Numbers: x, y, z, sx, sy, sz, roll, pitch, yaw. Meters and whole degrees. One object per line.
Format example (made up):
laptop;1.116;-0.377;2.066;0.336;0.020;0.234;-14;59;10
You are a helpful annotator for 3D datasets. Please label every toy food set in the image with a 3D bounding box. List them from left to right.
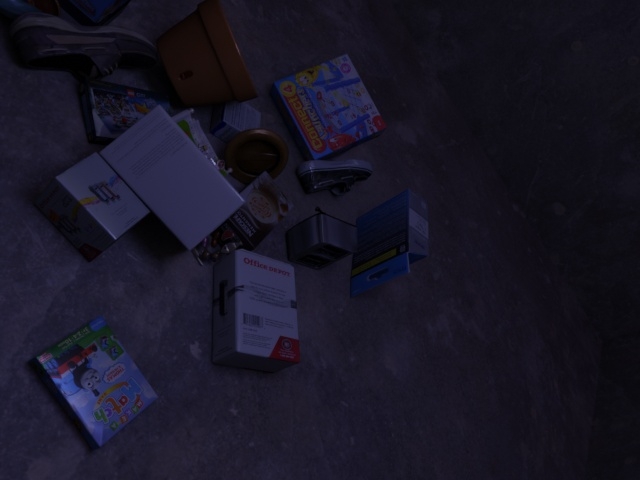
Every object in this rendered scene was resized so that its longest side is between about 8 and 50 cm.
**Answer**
toy food set;-0.270;0.011;1.443;0.122;0.019;0.078;-31;92;-11

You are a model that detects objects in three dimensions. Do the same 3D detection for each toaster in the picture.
toaster;0.000;0.000;1.693;0.186;0.168;0.110;21;53;-40

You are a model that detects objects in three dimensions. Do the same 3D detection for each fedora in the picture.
fedora;-0.195;-0.260;1.669;0.194;0.194;0.079;31;18;-32

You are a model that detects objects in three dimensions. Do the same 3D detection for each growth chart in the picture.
growth chart;-0.346;-0.240;1.525;0.237;0.021;0.172;61;42;-29

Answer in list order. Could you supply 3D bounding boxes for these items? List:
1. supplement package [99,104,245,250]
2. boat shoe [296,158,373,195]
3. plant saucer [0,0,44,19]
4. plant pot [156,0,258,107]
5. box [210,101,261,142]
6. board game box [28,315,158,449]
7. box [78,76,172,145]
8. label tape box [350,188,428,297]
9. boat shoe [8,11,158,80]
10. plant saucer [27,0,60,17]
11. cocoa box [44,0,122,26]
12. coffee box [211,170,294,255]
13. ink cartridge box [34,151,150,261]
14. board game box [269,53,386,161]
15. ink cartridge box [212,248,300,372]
supplement package;-0.345;-0.139;1.328;0.177;0.175;0.293;-42;99;-10
boat shoe;0.058;-0.212;1.957;0.335;0.121;0.119;-8;81;-39
plant saucer;-0.719;-0.545;1.323;0.119;0.021;0.119;23;25;-12
plant pot;-0.323;-0.505;1.566;0.291;0.203;0.290;-22;90;-90
box;-0.259;-0.362;1.713;0.137;0.072;0.126;28;48;-36
board game box;-0.447;0.280;1.118;0.211;0.039;0.160;57;37;-5
box;-0.490;-0.317;1.440;0.233;0.044;0.159;-1;72;-49
label tape box;0.233;0.027;1.869;0.115;0.249;0.347;33;45;-30
boat shoe;-0.577;-0.457;1.394;0.355;0.132;0.130;-6;81;-41
plant saucer;-0.678;-0.580;1.373;0.083;0.083;0.013;44;38;-20
cocoa box;-0.637;-0.728;1.396;0.347;0.228;0.231;42;41;-21
coffee box;-0.197;-0.071;1.574;0.141;0.098;0.246;50;39;-11
ink cartridge box;-0.496;-0.073;1.216;0.176;0.128;0.127;50;39;-12
board game box;0.027;-0.458;1.961;0.302;0.086;0.308;-28;87;-18
ink cartridge box;-0.166;0.183;1.434;0.197;0.114;0.272;21;53;-38
